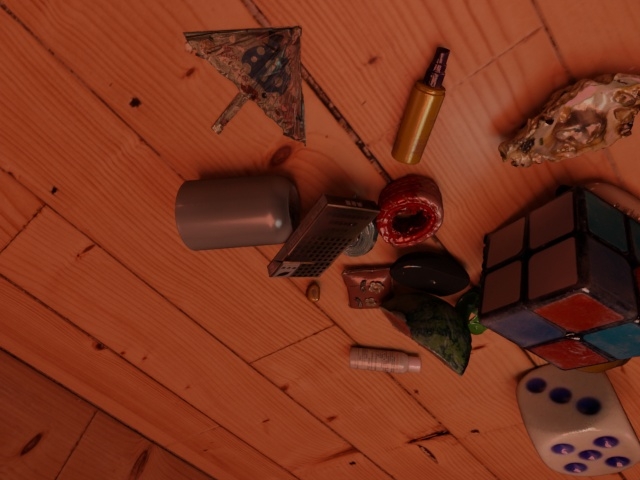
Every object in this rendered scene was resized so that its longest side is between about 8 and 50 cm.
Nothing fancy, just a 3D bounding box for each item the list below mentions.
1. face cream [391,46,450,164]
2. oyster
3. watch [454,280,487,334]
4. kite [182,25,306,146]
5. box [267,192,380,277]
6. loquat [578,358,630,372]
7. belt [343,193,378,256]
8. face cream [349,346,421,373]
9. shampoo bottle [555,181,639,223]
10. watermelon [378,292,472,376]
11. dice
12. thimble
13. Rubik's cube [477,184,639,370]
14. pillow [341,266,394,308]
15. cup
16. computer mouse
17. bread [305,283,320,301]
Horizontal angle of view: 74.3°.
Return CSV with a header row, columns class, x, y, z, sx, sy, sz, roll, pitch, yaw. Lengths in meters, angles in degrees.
class,x,y,z,sx,sy,sz,roll,pitch,yaw
face cream,0.245,-0.317,1.011,0.078,0.078,0.273,14,128,0
oyster,0.587,-0.285,0.974,0.355,0.106,0.201,-18,142,8
watch,0.509,0.215,1.346,0.131,0.165,0.152,30,150,-14
kite,-0.167,-0.394,1.068,0.406,0.014,0.368,40,123,-19
box,0.001,0.000,1.169,0.181,0.047,0.324,4,141,-37
loquat,0.857,0.326,1.330,0.228,0.179,0.179,-11,124,14
belt,0.105,-0.037,1.247,0.148,0.082,0.163,37,128,-4
face cream,0.244,0.457,1.594,0.270,0.081,0.081,5,127,7
shampoo bottle,0.737,-0.085,1.098,0.257,0.078,0.127,18,136,-4
watermelon,0.330,0.267,1.285,0.224,0.305,0.180,-10,117,-28
dice,0.900,0.627,1.487,0.305,0.276,0.304,-27,120,25
thimble,0.243,-0.081,1.162,0.163,0.125,0.190,41,123,-18
Rubik's cube,0.635,0.106,1.071,0.319,0.315,0.313,28,145,-13
pillow,0.163,0.166,1.393,0.172,0.075,0.179,-4,127,12
cup,-0.224,-0.081,1.199,0.313,0.205,0.205,-3,126,10
computer mouse,0.330,0.092,1.298,0.270,0.086,0.137,19,142,-23
bread,-0.027,0.182,1.462,0.049,0.103,0.062,3,84,-5
